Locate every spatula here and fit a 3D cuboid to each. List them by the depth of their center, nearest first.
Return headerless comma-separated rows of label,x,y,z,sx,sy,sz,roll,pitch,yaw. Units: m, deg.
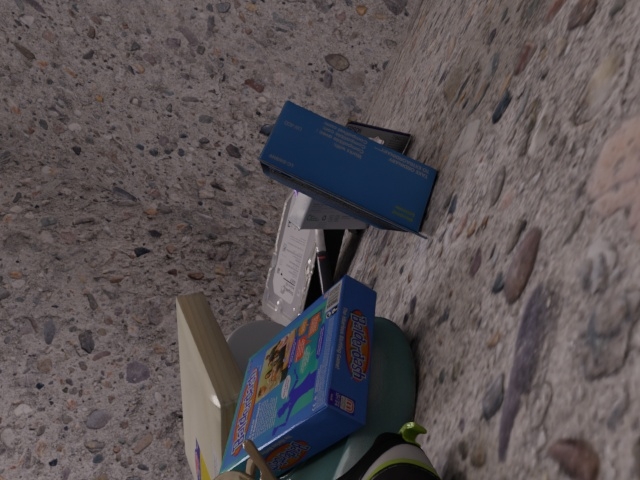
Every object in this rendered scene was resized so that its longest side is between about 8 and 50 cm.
spatula,0.000,0.000,1.272,0.030,0.084,0.297,-19,-79,-79

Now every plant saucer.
plant saucer,-0.014,0.219,0.671,0.318,0.043,0.318,-50,21,27

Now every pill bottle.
pill bottle,-0.156,0.328,1.300,0.361,0.204,0.204,119,172,-50

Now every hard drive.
hard drive,-0.040,0.033,1.407,0.237,0.064,0.339,25,103,62

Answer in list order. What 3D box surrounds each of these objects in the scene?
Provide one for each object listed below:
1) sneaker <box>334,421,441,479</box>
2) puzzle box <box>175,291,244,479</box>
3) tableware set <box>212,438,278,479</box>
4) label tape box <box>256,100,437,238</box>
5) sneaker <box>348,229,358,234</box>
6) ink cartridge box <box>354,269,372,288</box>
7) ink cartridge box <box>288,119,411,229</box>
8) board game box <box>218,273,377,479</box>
sneaker,0.021,0.242,0.459,0.235,0.084,0.097,-56,10,12
puzzle box,-0.186,0.329,1.057,0.272,0.052,0.409,-130,37,-49
tableware set,-0.041,0.292,0.541,0.128,0.194,0.039,-52,-35,11
label tape box,0.037,-0.104,0.907,0.333,0.240,0.106,-147,82,-85
sneaker,0.046,-0.087,1.444,0.262,0.121,0.099,-105,38,-81
ink cartridge box,0.061,0.092,1.002,0.048,0.028,0.083,167,125,-84
ink cartridge box,0.059,-0.126,1.184,0.223,0.045,0.224,-1,-58,-51
board game box,-0.025,0.155,0.652,0.210,0.047,0.160,-43,24,39
